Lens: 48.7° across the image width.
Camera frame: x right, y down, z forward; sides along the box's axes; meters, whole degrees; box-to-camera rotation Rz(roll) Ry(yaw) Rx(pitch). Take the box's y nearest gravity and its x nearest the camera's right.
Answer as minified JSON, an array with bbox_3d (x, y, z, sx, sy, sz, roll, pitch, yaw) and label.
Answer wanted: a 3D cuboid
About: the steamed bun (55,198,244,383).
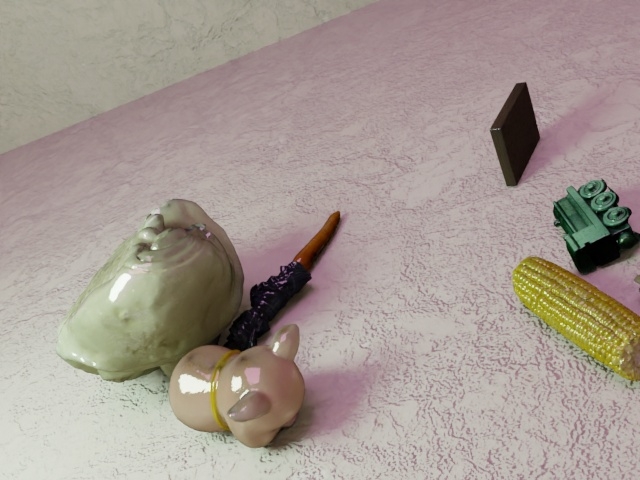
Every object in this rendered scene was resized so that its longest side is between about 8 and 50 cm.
[{"bbox_3d":[-0.276,0.107,1.249,0.352,0.247,0.339,-45,16,25],"label":"steamed bun"}]

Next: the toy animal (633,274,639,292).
[{"bbox_3d":[0.532,-0.028,0.970,0.302,0.225,0.284,-41,13,-3],"label":"toy animal"}]

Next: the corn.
[{"bbox_3d":[0.349,0.096,0.955,0.081,0.081,0.248,-31,31,-8],"label":"corn"}]

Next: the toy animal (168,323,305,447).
[{"bbox_3d":[-0.129,0.223,1.066,0.248,0.149,0.165,-14,46,40],"label":"toy animal"}]

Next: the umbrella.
[{"bbox_3d":[-0.109,0.125,1.266,0.224,0.071,0.080,-52,11,-28],"label":"umbrella"}]

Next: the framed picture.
[{"bbox_3d":[0.372,-0.203,1.341,0.023,0.128,0.168,0,40,36],"label":"framed picture"}]

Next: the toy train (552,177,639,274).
[{"bbox_3d":[0.423,-0.029,1.104,0.111,0.071,0.170,-27,30,12],"label":"toy train"}]

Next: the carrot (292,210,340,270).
[{"bbox_3d":[0.000,0.000,1.407,0.037,0.037,0.190,0,36,36],"label":"carrot"}]
